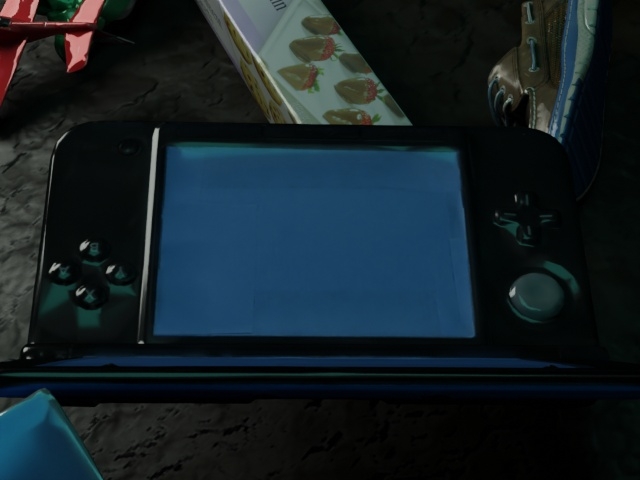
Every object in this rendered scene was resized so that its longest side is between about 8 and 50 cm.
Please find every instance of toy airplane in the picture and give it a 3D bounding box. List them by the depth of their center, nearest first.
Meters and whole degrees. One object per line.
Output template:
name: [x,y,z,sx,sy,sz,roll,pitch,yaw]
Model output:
toy airplane: [-0.202,-0.145,0.942,0.151,0.028,0.151,-8,66,19]

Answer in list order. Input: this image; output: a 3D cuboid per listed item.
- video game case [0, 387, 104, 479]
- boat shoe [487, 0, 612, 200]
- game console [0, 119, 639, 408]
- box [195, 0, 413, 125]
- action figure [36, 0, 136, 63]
video game case: [-0.211,0.171,0.549,0.269,0.244,0.061,-28,77,-15]
boat shoe: [0.143,-0.091,0.849,0.066,0.066,0.183,-3,44,24]
game console: [0.000,0.000,0.637,0.293,0.173,0.250,1,55,-3]
box: [-0.019,-0.122,0.900,0.063,0.067,0.324,-22,49,-10]
action figure: [-0.162,-0.228,1.023,0.137,0.063,0.232,6,56,14]
